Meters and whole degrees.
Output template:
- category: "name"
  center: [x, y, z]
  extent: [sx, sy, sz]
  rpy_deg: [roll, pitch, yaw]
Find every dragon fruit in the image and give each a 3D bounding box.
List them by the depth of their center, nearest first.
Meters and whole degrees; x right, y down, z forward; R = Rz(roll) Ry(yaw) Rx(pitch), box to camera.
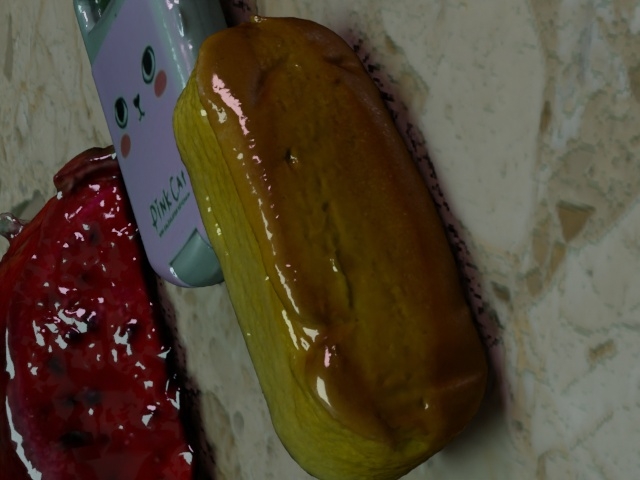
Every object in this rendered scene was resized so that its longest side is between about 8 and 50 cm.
- category: "dragon fruit"
  center: [-0.177, 0.137, 1.211]
  extent: [0.282, 0.100, 0.343]
  rpy_deg: [-38, 64, 57]

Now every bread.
- category: "bread"
  center: [0.000, 0.000, 0.915]
  extent: [0.094, 0.102, 0.245]
  rpy_deg: [-48, 56, 52]

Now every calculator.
- category: "calculator"
  center: [-0.089, -0.092, 1.063]
  extent: [0.141, 0.045, 0.246]
  rpy_deg: [-45, 58, 59]
